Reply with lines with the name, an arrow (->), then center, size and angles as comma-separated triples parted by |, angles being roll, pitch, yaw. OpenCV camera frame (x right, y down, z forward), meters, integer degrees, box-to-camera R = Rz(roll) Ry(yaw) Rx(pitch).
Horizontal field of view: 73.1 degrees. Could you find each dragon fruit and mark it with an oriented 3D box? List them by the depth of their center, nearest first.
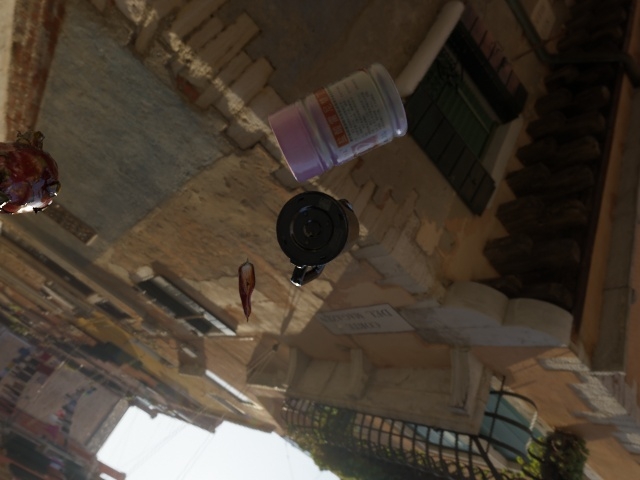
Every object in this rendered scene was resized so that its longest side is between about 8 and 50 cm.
dragon fruit -> -0.525, -0.134, 0.760 | 0.246, 0.125, 0.125 | -117, -144, -43

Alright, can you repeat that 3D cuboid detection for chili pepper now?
chili pepper -> -0.194, 0.129, 1.134 | 0.045, 0.178, 0.027 | -13, -162, -39

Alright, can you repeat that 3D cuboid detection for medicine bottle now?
medicine bottle -> 0.044, -0.303, 1.124 | 0.315, 0.202, 0.202 | -25, -157, 5

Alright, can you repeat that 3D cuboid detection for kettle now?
kettle -> 0.014, -0.004, 1.303 | 0.203, 0.262, 0.308 | -6, 179, 14
